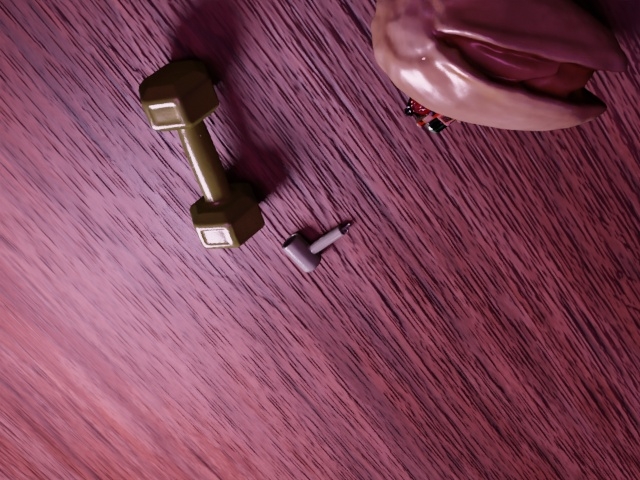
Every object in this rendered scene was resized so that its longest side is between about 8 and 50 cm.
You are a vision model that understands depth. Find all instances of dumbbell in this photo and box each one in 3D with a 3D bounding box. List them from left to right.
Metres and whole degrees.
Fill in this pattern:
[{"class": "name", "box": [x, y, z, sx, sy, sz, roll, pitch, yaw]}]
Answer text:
[{"class": "dumbbell", "box": [-0.177, -0.124, 1.533, 0.121, 0.108, 0.302, -2, 129, 20]}]

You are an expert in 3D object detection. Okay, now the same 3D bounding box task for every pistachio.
[{"class": "pistachio", "box": [0.218, -0.236, 1.242, 0.317, 0.214, 0.194, 18, 116, -11]}]

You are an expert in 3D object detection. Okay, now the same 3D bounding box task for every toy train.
[{"class": "toy train", "box": [0.182, -0.199, 1.386, 0.087, 0.050, 0.138, 40, 131, -21]}]

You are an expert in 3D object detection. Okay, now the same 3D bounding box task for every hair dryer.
[{"class": "hair dryer", "box": [0.000, 0.000, 1.635, 0.124, 0.038, 0.063, -33, 114, 31]}]
